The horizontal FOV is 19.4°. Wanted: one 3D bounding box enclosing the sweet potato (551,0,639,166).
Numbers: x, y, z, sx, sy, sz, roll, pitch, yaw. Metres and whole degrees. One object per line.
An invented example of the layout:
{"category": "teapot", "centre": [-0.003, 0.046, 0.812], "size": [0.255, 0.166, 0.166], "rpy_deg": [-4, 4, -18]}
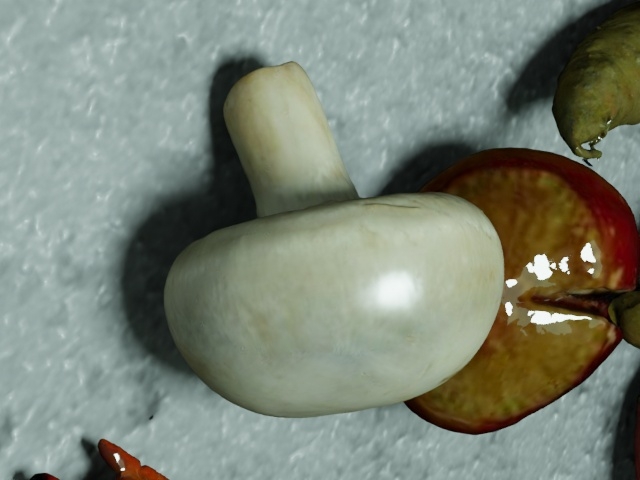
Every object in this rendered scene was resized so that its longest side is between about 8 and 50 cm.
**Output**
{"category": "sweet potato", "centre": [0.301, -0.135, 1.431], "size": [0.423, 0.130, 0.130], "rpy_deg": [-11, 113, -43]}

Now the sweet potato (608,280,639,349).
{"category": "sweet potato", "centre": [0.338, -0.005, 1.479], "size": [0.310, 0.098, 0.124], "rpy_deg": [-36, 164, -9]}

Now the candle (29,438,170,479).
{"category": "candle", "centre": [-0.083, 0.205, 1.203], "size": [0.084, 0.059, 0.302], "rpy_deg": [-54, 136, 0]}

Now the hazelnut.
{"category": "hazelnut", "centre": [0.120, 0.033, 1.286], "size": [0.178, 0.178, 0.204], "rpy_deg": [11, 101, -48]}

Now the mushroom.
{"category": "mushroom", "centre": [0.000, 0.000, 1.135], "size": [0.207, 0.207, 0.215], "rpy_deg": [-9, 78, -45]}

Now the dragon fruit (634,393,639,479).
{"category": "dragon fruit", "centre": [0.400, 0.176, 1.550], "size": [0.277, 0.277, 0.342], "rpy_deg": [-3, 89, -46]}
